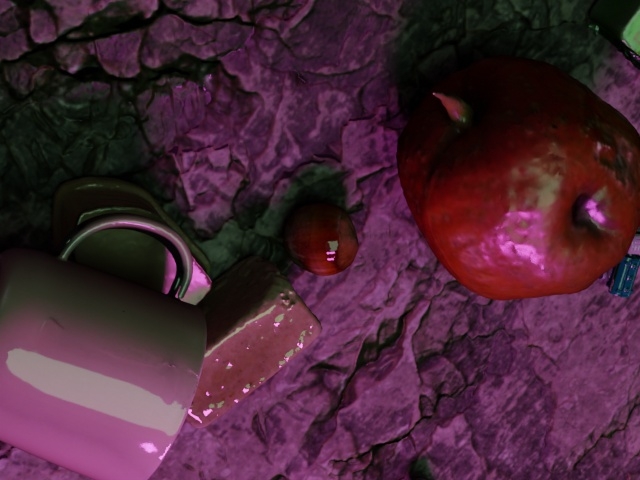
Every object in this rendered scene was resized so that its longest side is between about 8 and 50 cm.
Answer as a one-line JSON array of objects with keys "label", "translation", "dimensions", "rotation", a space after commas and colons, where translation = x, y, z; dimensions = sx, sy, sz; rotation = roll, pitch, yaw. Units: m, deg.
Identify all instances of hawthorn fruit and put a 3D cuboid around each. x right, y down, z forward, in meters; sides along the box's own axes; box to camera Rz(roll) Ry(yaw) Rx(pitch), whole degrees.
[{"label": "hawthorn fruit", "translation": [0.210, -0.067, 1.506], "dimensions": [0.258, 0.258, 0.262], "rotation": [-40, 93, -1]}]

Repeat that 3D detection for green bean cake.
[{"label": "green bean cake", "translation": [-0.098, 0.105, 1.530], "dimensions": [0.179, 0.109, 0.085], "rotation": [-38, 120, -2]}]

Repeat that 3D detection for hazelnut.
[{"label": "hazelnut", "translation": [0.000, 0.000, 1.545], "dimensions": [0.086, 0.086, 0.086], "rotation": [-9, 116, -18]}]

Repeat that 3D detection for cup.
[{"label": "cup", "translation": [-0.228, 0.087, 1.374], "dimensions": [0.200, 0.191, 0.253], "rotation": [25, 88, -21]}]

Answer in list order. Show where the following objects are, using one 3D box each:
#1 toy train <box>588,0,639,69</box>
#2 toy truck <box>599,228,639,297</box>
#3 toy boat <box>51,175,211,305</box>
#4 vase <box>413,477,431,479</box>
[{"label": "toy train", "translation": [0.429, -0.242, 1.566], "dimensions": [0.243, 0.132, 0.188], "rotation": [31, 104, -22]}, {"label": "toy truck", "translation": [0.364, 0.024, 1.719], "dimensions": [0.039, 0.044, 0.083], "rotation": [3, 112, -27]}, {"label": "toy boat", "translation": [-0.199, 0.013, 1.475], "dimensions": [0.116, 0.061, 0.188], "rotation": [-42, 121, 2]}, {"label": "vase", "translation": [0.139, 0.382, 1.782], "dimensions": [0.059, 0.060, 0.211], "rotation": [-18, 120, -14]}]
